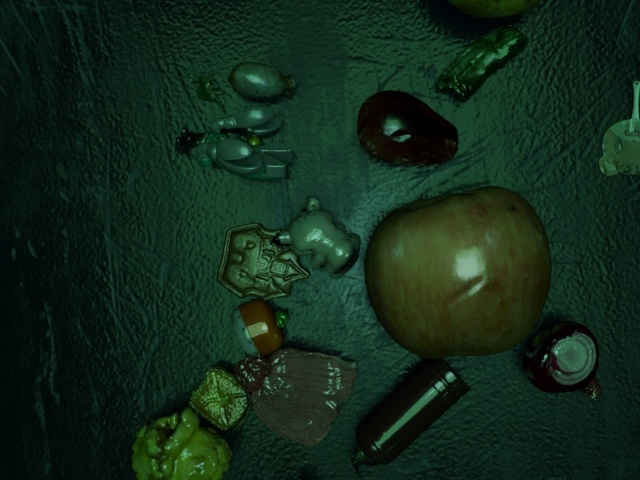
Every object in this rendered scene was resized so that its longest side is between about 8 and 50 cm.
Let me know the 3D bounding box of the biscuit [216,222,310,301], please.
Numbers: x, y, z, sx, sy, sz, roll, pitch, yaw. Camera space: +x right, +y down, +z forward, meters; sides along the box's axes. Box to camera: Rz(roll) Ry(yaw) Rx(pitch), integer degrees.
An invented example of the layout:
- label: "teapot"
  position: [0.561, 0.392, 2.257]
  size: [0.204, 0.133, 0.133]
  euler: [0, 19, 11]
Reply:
- label: "biscuit"
  position: [-0.129, 0.056, 1.727]
  size: [0.215, 0.034, 0.182]
  euler: [12, 93, 2]

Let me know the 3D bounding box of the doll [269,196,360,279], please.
- label: "doll"
  position: [0.000, 0.000, 1.685]
  size: [0.192, 0.095, 0.149]
  euler: [34, 84, 4]

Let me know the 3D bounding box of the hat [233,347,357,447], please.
- label: "hat"
  position: [-0.074, 0.339, 1.696]
  size: [0.286, 0.107, 0.236]
  euler: [25, 93, -22]

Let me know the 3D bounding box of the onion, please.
- label: "onion"
  position: [0.553, 0.279, 1.662]
  size: [0.173, 0.135, 0.198]
  euler: [-42, 105, 1]

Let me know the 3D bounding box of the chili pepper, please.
- label: "chili pepper"
  position: [0.364, -0.404, 1.673]
  size: [0.224, 0.061, 0.098]
  euler: [-39, 76, 7]

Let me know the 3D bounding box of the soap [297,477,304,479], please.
- label: "soap"
  position: [-0.037, 0.684, 1.718]
  size: [0.145, 0.091, 0.230]
  euler: [27, 93, -1]

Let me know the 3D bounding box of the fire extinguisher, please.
- label: "fire extinguisher"
  position: [0.187, 0.415, 1.689]
  size: [0.337, 0.114, 0.135]
  euler: [-43, 133, 3]

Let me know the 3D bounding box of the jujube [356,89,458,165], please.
- label: "jujube"
  position: [0.198, -0.247, 1.644]
  size: [0.236, 0.168, 0.168]
  euler: [11, 93, -15]

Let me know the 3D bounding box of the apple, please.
- label: "apple"
  position: [0.281, 0.073, 1.536]
  size: [0.391, 0.391, 0.346]
  euler: [-10, 94, 3]

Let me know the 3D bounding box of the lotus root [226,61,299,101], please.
- label: "lotus root"
  position: [-0.134, -0.363, 1.692]
  size: [0.165, 0.088, 0.088]
  euler: [9, 93, -7]

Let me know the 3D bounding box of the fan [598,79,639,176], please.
- label: "fan"
  position: [0.722, -0.254, 1.685]
  size: [0.152, 0.008, 0.226]
  euler: [3, 93, 3]

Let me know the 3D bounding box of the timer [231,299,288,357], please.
- label: "timer"
  position: [-0.133, 0.199, 1.704]
  size: [0.136, 0.099, 0.136]
  euler: [-1, 95, -9]

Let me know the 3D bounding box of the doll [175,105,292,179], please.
- label: "doll"
  position: [-0.194, -0.207, 1.658]
  size: [0.258, 0.153, 0.195]
  euler: [-9, 55, -9]

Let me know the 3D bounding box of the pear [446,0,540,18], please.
- label: "pear"
  position: [0.370, -0.621, 1.554]
  size: [0.304, 0.304, 0.304]
  euler: [0, 92, 3]

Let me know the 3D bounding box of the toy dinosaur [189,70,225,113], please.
- label: "toy dinosaur"
  position: [-0.261, -0.348, 1.729]
  size: [0.060, 0.029, 0.119]
  euler: [-28, 96, 19]

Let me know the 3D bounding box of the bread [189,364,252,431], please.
- label: "bread"
  position: [-0.225, 0.369, 1.726]
  size: [0.140, 0.069, 0.128]
  euler: [30, 92, 5]

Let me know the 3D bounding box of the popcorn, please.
- label: "popcorn"
  position: [-0.317, 0.477, 1.678]
  size: [0.226, 0.200, 0.203]
  euler: [10, 104, 44]
